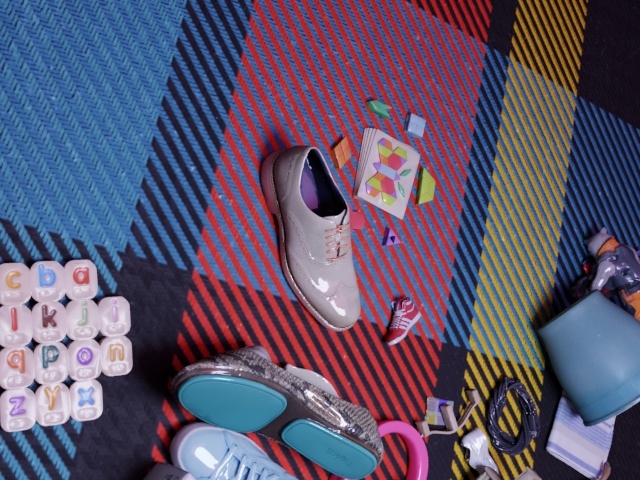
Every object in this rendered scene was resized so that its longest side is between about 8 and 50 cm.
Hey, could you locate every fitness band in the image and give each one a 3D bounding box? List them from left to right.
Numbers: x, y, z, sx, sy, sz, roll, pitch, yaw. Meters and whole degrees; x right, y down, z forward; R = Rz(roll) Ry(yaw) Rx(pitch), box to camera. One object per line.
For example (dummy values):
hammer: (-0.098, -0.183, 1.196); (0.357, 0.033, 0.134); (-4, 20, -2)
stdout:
fitness band: (0.122, 0.518, 1.649); (0.209, 0.054, 0.291); (40, 66, -23)

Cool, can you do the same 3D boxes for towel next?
towel: (0.271, 0.391, 1.784); (0.083, 0.009, 0.060); (16, 76, -30)
towel: (0.687, 0.455, 2.030); (0.209, 0.034, 0.285); (33, 66, -23)

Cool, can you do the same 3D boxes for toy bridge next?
toy bridge: (0.292, 0.403, 1.774); (0.188, 0.026, 0.063); (-22, 98, -33)

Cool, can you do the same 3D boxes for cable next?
cable: (0.457, 0.419, 1.885); (0.150, 0.047, 0.185); (-20, 98, -28)

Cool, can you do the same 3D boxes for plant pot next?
plant pot: (0.678, 0.270, 1.909); (0.271, 0.272, 0.255); (-28, 75, -32)

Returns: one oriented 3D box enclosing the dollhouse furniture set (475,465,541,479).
dollhouse furniture set: (0.419, 0.572, 1.777); (0.182, 0.101, 0.161); (-45, 137, 8)

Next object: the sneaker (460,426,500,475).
sneaker: (0.369, 0.512, 1.814); (0.061, 0.053, 0.152); (-24, 96, -16)

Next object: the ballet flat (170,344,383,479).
ballet flat: (-0.077, 0.302, 1.491); (0.482, 0.164, 0.182); (31, 31, -28)

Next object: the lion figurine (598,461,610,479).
lion figurine: (0.671, 0.770, 1.934); (0.240, 0.142, 0.393); (-12, 76, -7)

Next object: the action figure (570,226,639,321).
action figure: (0.843, 0.093, 2.063); (0.341, 0.179, 0.330); (-32, 72, -37)

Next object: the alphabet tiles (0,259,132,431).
alphabet tiles: (-0.462, 0.175, 1.333); (0.284, 0.021, 0.278); (-2, 86, -33)

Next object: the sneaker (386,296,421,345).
sneaker: (0.171, 0.174, 1.725); (0.118, 0.042, 0.067); (-45, 112, -36)

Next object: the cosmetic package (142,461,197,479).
cosmetic package: (-0.304, 0.582, 1.309); (0.365, 0.155, 0.197); (-48, 109, -27)

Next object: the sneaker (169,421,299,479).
sneaker: (-0.108, 0.456, 1.451); (0.366, 0.150, 0.135); (39, 65, -23)

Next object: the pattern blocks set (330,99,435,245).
pattern blocks set: (0.146, -0.150, 1.755); (0.285, 0.026, 0.325); (9, 80, -32)

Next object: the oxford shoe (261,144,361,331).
oxford shoe: (0.000, 0.000, 1.572); (0.140, 0.146, 0.397); (-28, 100, -32)
